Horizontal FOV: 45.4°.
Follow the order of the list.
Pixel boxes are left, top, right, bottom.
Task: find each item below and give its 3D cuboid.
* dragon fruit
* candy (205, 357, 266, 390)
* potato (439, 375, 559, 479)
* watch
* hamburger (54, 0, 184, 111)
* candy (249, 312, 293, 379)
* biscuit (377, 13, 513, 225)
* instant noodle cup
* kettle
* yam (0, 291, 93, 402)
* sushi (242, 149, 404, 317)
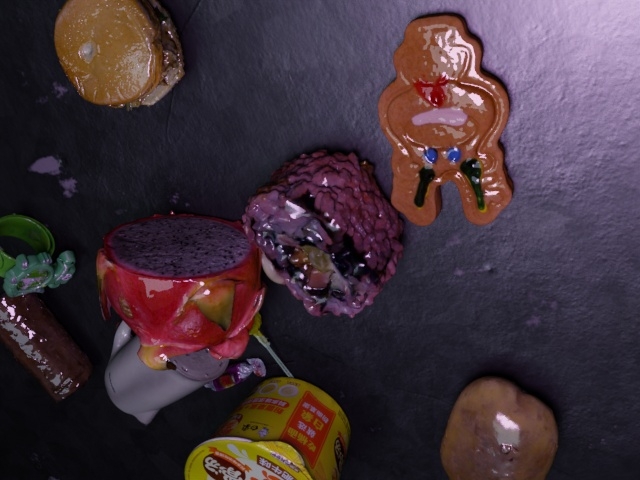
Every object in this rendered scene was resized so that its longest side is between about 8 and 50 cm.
[{"bbox_3d":[-0.240,0.099,1.350,0.305,0.305,0.226,14,117,17],"label":"dragon fruit"},{"bbox_3d":[-0.186,0.281,1.578,0.175,0.043,0.045,-24,95,33],"label":"candy"},{"bbox_3d":[0.310,0.374,1.347,0.191,0.141,0.296,18,125,18],"label":"potato"},{"bbox_3d":[-0.611,0.028,1.591,0.152,0.165,0.131,56,129,19],"label":"watch"},{"bbox_3d":[-0.329,-0.328,1.262,0.189,0.122,0.215,-34,96,28],"label":"hamburger"},{"bbox_3d":[-0.109,0.205,1.504,0.062,0.058,0.194,0,130,55],"label":"candy"},{"bbox_3d":[0.186,-0.171,1.158,0.201,0.047,0.334,3,117,23],"label":"biscuit"},{"bbox_3d":[-0.081,0.424,1.494,0.311,0.221,0.311,11,125,16],"label":"instant noodle cup"},{"bbox_3d":[-0.330,0.226,1.560,0.255,0.165,0.240,-36,69,39],"label":"kettle"},{"bbox_3d":[-0.623,0.221,1.694,0.131,0.131,0.280,-24,109,33],"label":"yam"},{"bbox_3d":[0.000,0.000,1.262,0.236,0.171,0.270,-22,111,32],"label":"sushi"}]
